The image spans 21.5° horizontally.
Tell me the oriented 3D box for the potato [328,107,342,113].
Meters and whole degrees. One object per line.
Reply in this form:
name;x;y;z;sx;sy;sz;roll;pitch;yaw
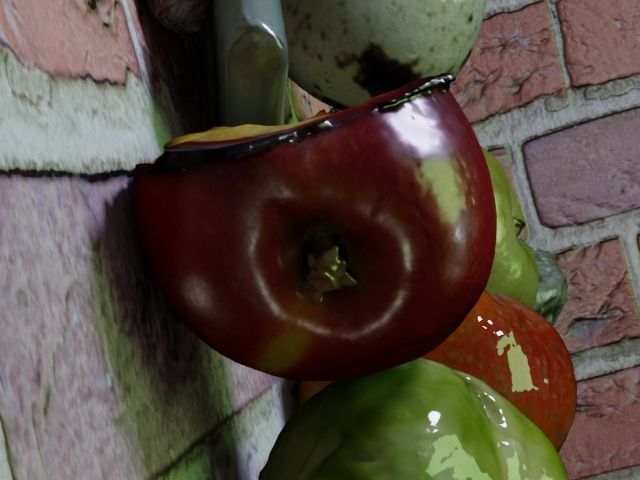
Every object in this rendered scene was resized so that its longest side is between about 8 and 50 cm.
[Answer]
potato;0.047;-0.084;2.194;0.149;0.113;0.251;77;13;-46

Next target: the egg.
egg;0.042;-0.331;2.005;0.379;0.288;0.287;63;5;13

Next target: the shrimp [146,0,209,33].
shrimp;-0.132;-0.264;1.455;0.073;0.075;0.190;11;53;-45

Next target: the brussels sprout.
brussels sprout;0.076;0.241;1.313;0.274;0.243;0.316;-40;122;-73

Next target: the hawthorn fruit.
hawthorn fruit;0.102;0.182;1.633;0.277;0.277;0.298;19;75;-80

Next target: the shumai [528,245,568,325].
shumai;0.206;0.163;2.244;0.309;0.304;0.263;-29;114;-44

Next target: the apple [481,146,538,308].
apple;0.107;0.018;1.905;0.292;0.254;0.292;-20;90;-79

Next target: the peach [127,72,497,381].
peach;0.000;0.000;1.250;0.362;0.258;0.201;-148;-138;-82

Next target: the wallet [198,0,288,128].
wallet;-0.073;-0.202;1.543;0.252;0.083;0.360;90;-7;-46
